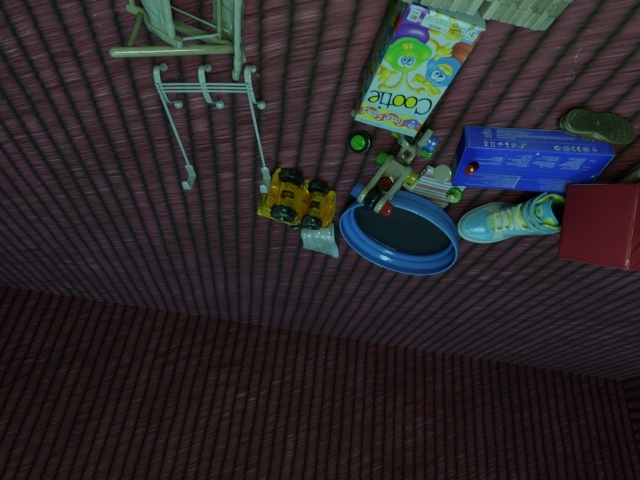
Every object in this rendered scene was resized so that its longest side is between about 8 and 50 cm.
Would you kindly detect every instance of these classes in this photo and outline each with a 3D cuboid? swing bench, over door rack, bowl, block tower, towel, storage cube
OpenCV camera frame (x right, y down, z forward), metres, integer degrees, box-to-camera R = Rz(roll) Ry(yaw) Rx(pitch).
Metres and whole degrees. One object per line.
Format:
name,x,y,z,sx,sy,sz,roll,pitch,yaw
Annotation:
swing bench,-0.251,-0.455,0.778,0.254,0.165,0.253,6,151,-9
over door rack,-0.258,-0.283,1.108,0.239,0.108,0.325,3,130,7
bowl,0.256,-0.023,1.432,0.390,0.077,0.391,20,152,11
block tower,0.257,-0.424,0.702,0.335,0.097,0.091,-1,156,-19
towel,0.340,-0.151,1.328,0.144,0.029,0.197,13,153,-11
storage cube,0.732,-0.033,1.069,0.183,0.193,0.215,4,-176,-20

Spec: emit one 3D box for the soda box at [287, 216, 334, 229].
soda box,-0.036,-0.087,1.486,0.168,0.060,0.053,-12,151,32

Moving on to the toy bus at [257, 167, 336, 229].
toy bus,-0.091,-0.110,1.393,0.220,0.150,0.211,18,163,-24

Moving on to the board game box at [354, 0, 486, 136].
board game box,0.180,-0.361,0.861,0.141,0.145,0.275,13,150,-9

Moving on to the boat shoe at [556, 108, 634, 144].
boat shoe,0.643,-0.264,1.030,0.177,0.064,0.060,12,-179,-6

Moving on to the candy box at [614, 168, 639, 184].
candy box,0.894,-0.133,1.070,0.087,0.183,0.316,13,150,-14

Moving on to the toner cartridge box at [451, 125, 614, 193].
toner cartridge box,0.530,-0.205,1.135,0.347,0.075,0.165,5,153,5

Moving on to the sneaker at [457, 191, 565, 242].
sneaker,0.562,-0.069,1.262,0.318,0.127,0.208,-10,173,12

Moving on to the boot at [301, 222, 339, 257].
boot,0.000,0.000,1.572,0.123,0.095,0.258,-3,159,8

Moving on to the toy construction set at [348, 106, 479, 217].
toy construction set,0.243,-0.194,1.118,0.308,0.258,0.237,13,-161,22
